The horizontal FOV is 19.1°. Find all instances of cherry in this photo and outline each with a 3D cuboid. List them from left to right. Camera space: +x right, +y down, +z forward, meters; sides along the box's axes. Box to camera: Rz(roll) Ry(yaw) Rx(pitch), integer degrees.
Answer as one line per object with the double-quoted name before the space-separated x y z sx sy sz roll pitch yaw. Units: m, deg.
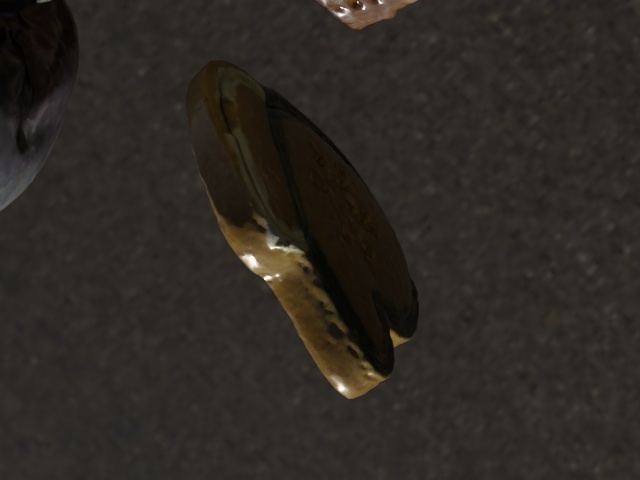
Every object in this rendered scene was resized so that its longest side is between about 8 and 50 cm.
"cherry" -0.219 -0.080 0.970 0.195 0.195 0.195 30 145 24

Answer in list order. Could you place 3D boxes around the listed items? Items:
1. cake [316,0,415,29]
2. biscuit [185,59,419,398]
"cake" 0.086 -0.290 1.231 0.293 0.196 0.199 -15 145 28
"biscuit" 0.002 -0.001 1.664 0.057 0.287 0.344 -28 144 18
